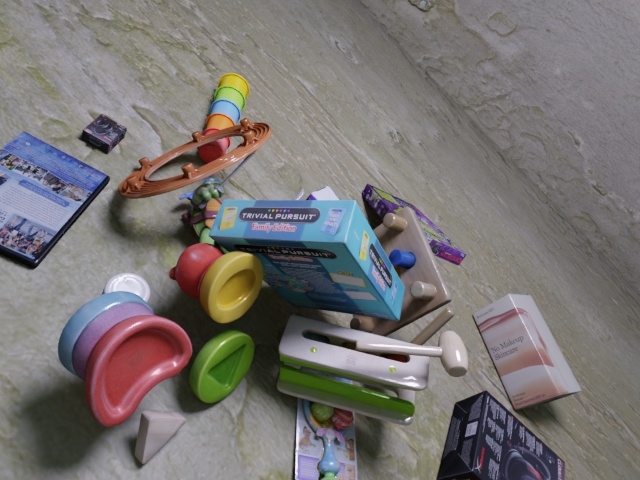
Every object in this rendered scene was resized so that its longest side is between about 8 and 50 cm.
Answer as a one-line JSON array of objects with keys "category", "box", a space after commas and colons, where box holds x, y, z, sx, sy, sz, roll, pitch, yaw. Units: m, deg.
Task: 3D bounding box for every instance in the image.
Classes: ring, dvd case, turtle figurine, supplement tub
[{"category": "ring", "box": [-0.263, -0.184, 0.870, 0.337, 0.336, 0.032, -59, 136, -48]}, {"category": "dvd case", "box": [-0.538, -0.083, 0.769, 0.180, 0.022, 0.253, 30, 43, -17]}, {"category": "turtle figurine", "box": [-0.172, -0.029, 0.853, 0.274, 0.198, 0.266, -3, 69, 1]}, {"category": "supplement tub", "box": [-0.335, 0.108, 0.703, 0.071, 0.107, 0.071, 21, 47, -23]}]

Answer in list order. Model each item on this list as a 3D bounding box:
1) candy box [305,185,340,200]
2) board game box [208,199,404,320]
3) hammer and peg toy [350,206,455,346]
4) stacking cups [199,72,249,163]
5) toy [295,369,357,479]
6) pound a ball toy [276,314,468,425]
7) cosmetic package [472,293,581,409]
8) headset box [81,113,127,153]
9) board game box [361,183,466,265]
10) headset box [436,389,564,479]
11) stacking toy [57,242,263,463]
[{"category": "candy box", "box": [0.000, 0.000, 0.988, 0.165, 0.196, 0.070, 51, 42, 9]}, {"category": "board game box", "box": [-0.004, 0.045, 0.789, 0.336, 0.253, 0.079, 52, 47, -52]}, {"category": "hammer and peg toy", "box": [0.181, 0.128, 0.975, 0.127, 0.266, 0.361, 16, 46, -42]}, {"category": "stacking cups", "box": [-0.259, -0.333, 1.145, 0.096, 0.096, 0.316, 21, 47, -24]}, {"category": "toy", "box": [0.023, 0.350, 0.824, 0.136, 0.056, 0.237, 24, 45, -23]}, {"category": "pound a ball toy", "box": [0.088, 0.209, 0.783, 0.319, 0.208, 0.136, 11, 37, 7]}, {"category": "cosmetic package", "box": [0.596, 0.322, 1.226, 0.129, 0.153, 0.296, 9, 50, -34]}, {"category": "headset box", "box": [-0.484, -0.236, 0.930, 0.062, 0.032, 0.083, 31, 41, -14]}, {"category": "board game box", "box": [0.267, -0.058, 1.255, 0.208, 0.056, 0.347, 17, 22, -21]}, {"category": "headset box", "box": [0.429, 0.533, 0.948, 0.293, 0.110, 0.218, 42, 41, -1]}, {"category": "stacking toy", "box": [-0.243, 0.161, 0.675, 0.130, 0.280, 0.309, 24, 36, 29]}]
